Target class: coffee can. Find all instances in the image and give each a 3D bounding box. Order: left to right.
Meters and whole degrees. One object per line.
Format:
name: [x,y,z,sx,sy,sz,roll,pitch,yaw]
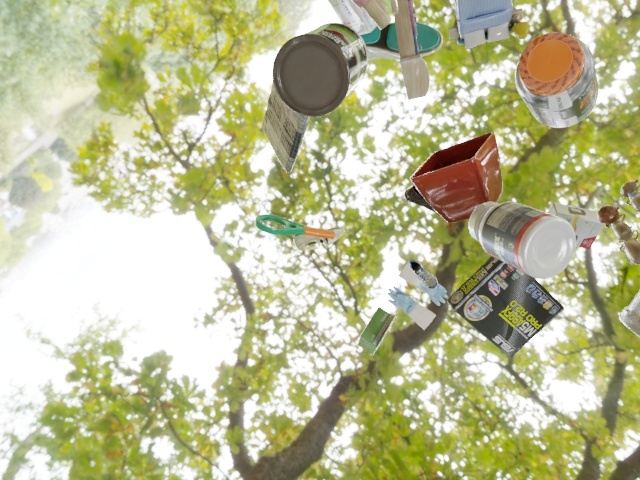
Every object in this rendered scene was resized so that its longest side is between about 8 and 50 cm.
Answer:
coffee can: [0.008,-0.468,1.459,0.201,0.201,0.275,-35,-167,28]

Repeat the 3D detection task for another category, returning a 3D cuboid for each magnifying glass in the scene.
magnifying glass: [-0.070,-0.035,1.513,0.092,0.230,0.026,-109,-147,-62]

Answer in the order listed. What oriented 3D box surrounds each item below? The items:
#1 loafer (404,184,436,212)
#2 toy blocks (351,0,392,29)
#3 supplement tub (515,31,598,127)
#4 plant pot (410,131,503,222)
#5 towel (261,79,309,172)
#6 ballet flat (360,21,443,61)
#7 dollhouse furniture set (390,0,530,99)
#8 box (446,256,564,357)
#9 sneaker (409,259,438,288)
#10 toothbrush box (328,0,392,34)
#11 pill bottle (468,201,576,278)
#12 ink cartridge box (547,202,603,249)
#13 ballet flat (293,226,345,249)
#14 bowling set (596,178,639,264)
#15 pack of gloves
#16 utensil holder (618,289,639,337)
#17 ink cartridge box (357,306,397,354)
loafer: [0.459,-0.174,2.235,0.078,0.219,0.080,107,-4,-66]
toy blocks: [0.188,-0.799,1.476,0.309,0.260,0.289,-37,-158,23]
supplement tub: [0.643,-0.432,1.468,0.193,0.194,0.316,-37,161,24]
plant pot: [0.545,-0.221,2.043,0.267,0.236,0.267,-16,-160,41]
towel: [-0.143,-0.496,2.232,0.324,0.056,0.312,61,-34,33]
ballet flat: [0.235,-0.692,1.906,0.399,0.139,0.139,9,-135,19]
dollhouse furniture set: [0.315,-0.489,1.181,0.303,0.286,0.198,-10,-114,13]
box: [0.527,0.181,1.535,0.216,0.270,0.060,-46,-158,11]
sneaker: [0.353,0.117,1.887,0.052,0.058,0.135,-47,-128,6]
toothbrush box: [0.167,-0.860,1.813,0.283,0.206,0.122,-49,-150,-17]
pill bottle: [0.346,-0.010,0.955,0.108,0.108,0.180,-46,-156,-1]
ink cartridge box: [0.905,-0.051,1.951,0.072,0.174,0.128,-77,178,-52]
ballet flat: [0.000,0.000,1.600,0.168,0.053,0.057,-10,157,-22]
bowling set: [0.861,-0.093,1.501,0.154,0.199,0.287,-80,-171,-56]
pack of gloves: [0.414,0.235,2.324,0.195,0.232,0.046,-53,173,7]
utensil holder: [0.998,0.122,1.330,0.328,0.327,0.386,-109,-137,-70]
ink cartridge box: [0.169,0.269,1.628,0.109,0.062,0.209,-55,168,-16]
